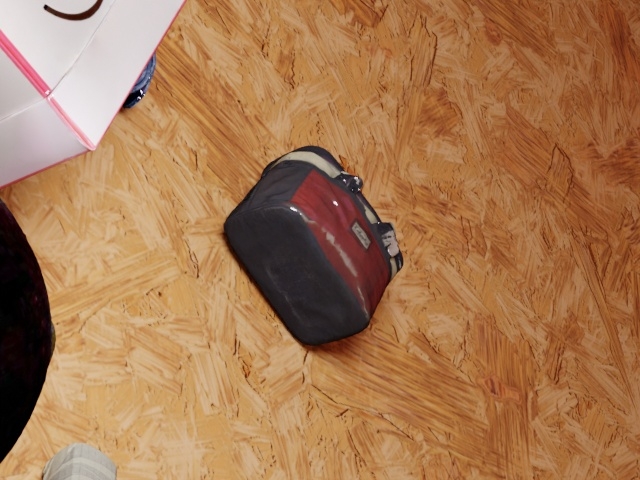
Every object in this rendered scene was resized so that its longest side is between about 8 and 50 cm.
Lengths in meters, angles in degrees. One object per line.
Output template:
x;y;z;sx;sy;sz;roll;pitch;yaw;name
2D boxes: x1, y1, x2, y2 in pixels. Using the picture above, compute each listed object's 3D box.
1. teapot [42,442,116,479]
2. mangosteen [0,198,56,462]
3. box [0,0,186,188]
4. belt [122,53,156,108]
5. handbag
-0.279;0.307;1.767;0.107;0.077;0.200;43;21;-27;teapot
-0.437;0.080;1.560;0.435;0.382;0.382;21;44;-87;mangosteen
-0.387;-0.252;1.798;0.300;0.312;0.314;51;39;-26;box
-0.293;-0.264;2.137;0.141;0.082;0.190;-5;72;-46;belt
0.000;0.000;2.264;0.254;0.181;0.181;54;39;-19;handbag
